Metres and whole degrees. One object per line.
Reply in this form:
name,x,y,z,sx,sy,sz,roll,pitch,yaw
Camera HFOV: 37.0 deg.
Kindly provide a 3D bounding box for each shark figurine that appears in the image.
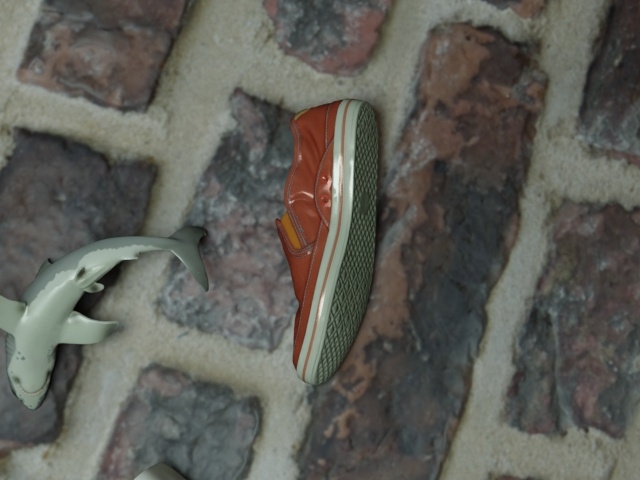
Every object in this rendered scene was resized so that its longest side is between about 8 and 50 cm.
shark figurine,-0.265,0.040,1.057,0.278,0.116,0.166,-38,123,-4

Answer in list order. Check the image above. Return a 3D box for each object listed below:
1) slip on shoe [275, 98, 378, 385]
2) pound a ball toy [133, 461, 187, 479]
slip on shoe,0.000,0.000,1.107,0.101,0.123,0.331,3,86,23
pound a ball toy,-0.122,0.416,0.982,0.319,0.136,0.208,40,90,7
